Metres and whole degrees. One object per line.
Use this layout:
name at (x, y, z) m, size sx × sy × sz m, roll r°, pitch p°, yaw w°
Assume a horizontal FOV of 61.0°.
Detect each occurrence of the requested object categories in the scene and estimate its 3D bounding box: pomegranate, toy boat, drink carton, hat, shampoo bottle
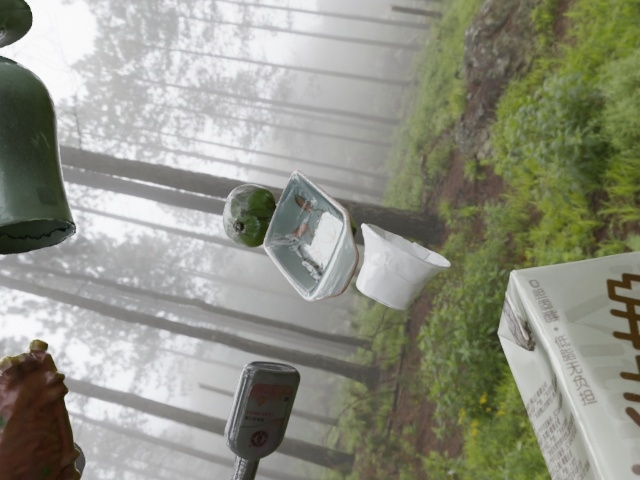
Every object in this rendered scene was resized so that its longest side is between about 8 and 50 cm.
pomegranate at (-0.142, -0.061, 1.334) m, size 0.131 × 0.191 × 0.152 m, roll -118°, pitch 36°, yaw -43°
toy boat at (-0.264, 0.236, 0.409) m, size 0.099 × 0.141 × 0.317 m, roll 26°, pitch 99°, yaw 62°
drink carton at (0.291, 0.167, 0.434) m, size 0.132 × 0.194 × 0.324 m, roll 81°, pitch -179°, yaw -48°
hat at (0.145, 0.059, 1.074) m, size 0.126 × 0.203 × 0.203 m, roll -65°, pitch -9°, yaw 8°
shampoo bottle at (-0.080, 0.235, 0.690) m, size 0.040 × 0.080 × 0.165 m, roll 31°, pitch 108°, yaw 63°

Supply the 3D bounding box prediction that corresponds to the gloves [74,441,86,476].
gloves at (-0.362, 0.367, 0.599) m, size 0.294 × 0.133 × 0.116 m, roll -70°, pitch 22°, yaw 9°

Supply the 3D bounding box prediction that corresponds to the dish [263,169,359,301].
dish at (0.000, 0.000, 0.853) m, size 0.234 × 0.064 × 0.154 m, roll 47°, pitch 117°, yaw 52°

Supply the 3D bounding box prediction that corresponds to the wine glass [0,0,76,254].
wine glass at (-0.293, -0.107, 0.494) m, size 0.103 × 0.103 × 0.230 m, roll 45°, pitch -153°, yaw -77°
